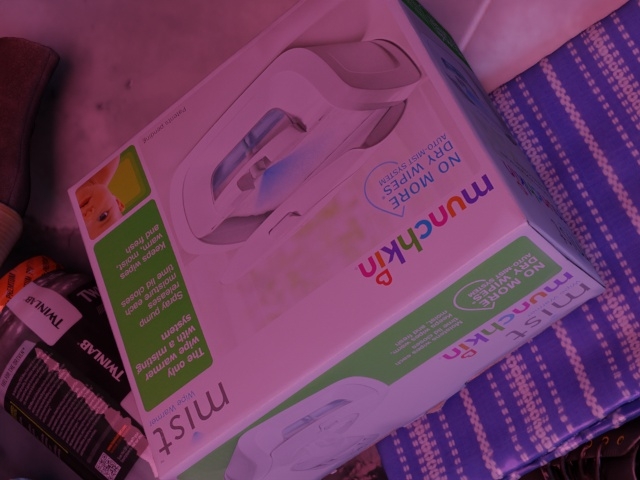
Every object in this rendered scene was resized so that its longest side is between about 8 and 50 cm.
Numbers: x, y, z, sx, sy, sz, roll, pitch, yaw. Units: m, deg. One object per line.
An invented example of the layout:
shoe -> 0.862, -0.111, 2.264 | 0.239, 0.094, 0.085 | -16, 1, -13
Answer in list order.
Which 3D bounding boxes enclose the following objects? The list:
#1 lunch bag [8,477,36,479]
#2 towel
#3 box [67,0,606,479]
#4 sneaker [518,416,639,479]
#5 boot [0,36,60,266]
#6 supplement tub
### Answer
lunch bag -> -0.238, 0.336, 0.881 | 0.223, 0.160, 0.262 | -43, 66, 20
towel -> 0.147, -0.001, 0.739 | 0.336, 0.040, 0.243 | -33, 59, 18
box -> 0.000, 0.000, 0.747 | 0.262, 0.126, 0.231 | -36, 54, 17
sneaker -> 0.162, 0.145, 0.752 | 0.222, 0.118, 0.083 | -27, 86, 18
boot -> -0.303, -0.041, 0.901 | 0.248, 0.090, 0.207 | -4, 64, 36
supplement tub -> -0.155, 0.103, 0.852 | 0.190, 0.117, 0.117 | 39, 105, 11
